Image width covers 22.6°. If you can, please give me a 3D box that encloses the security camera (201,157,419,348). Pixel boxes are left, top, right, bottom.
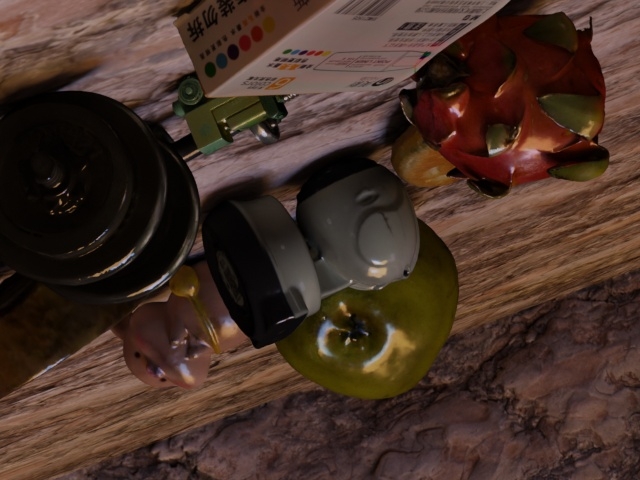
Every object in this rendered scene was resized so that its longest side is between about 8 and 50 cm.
[{"bbox_3d":[0.000,0.000,2.118,0.277,0.191,0.197,-22,169,-16],"label":"security camera"}]

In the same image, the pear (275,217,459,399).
[{"bbox_3d":[0.077,0.082,2.432,0.287,0.287,0.375,-29,-177,20],"label":"pear"}]

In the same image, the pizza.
[{"bbox_3d":[0.198,-0.147,2.105,0.229,0.081,0.289,-19,168,7],"label":"pizza"}]

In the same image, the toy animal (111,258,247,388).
[{"bbox_3d":[-0.186,0.116,2.341,0.248,0.165,0.149,-35,-172,20],"label":"toy animal"}]

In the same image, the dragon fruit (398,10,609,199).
[{"bbox_3d":[0.208,-0.158,1.796,0.227,0.224,0.224,-14,164,-24],"label":"dragon fruit"}]

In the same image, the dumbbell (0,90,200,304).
[{"bbox_3d":[-0.226,-0.038,1.563,0.192,0.192,0.290,-24,167,2],"label":"dumbbell"}]

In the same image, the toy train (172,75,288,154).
[{"bbox_3d":[-0.091,-0.143,1.626,0.122,0.081,0.050,-25,170,14],"label":"toy train"}]

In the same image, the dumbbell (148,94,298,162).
[{"bbox_3d":[-0.116,-0.113,1.699,0.254,0.081,0.081,-28,166,13],"label":"dumbbell"}]

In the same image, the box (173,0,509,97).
[{"bbox_3d":[0.033,-0.221,1.503,0.221,0.091,0.274,-32,165,36],"label":"box"}]

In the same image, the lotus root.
[{"bbox_3d":[-0.364,0.114,1.799,0.375,0.111,0.390,-33,-172,-19],"label":"lotus root"}]
